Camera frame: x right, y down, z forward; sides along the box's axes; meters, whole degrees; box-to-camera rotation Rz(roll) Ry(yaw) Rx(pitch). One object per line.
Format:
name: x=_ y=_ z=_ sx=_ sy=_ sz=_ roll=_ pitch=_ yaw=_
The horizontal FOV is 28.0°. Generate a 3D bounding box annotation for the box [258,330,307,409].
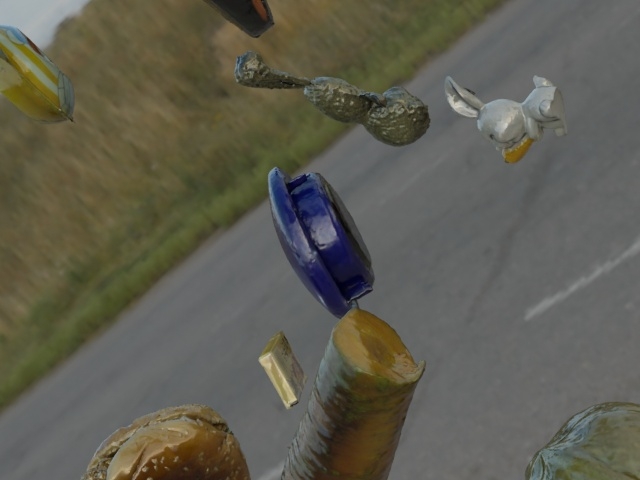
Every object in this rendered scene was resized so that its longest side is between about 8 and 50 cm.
box: x=-0.045 y=0.159 z=1.600 sx=0.020 sy=0.073 sz=0.149 roll=-29 pitch=4 yaw=6

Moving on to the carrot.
carrot: x=0.031 y=0.197 z=1.343 sx=0.114 sy=0.114 sz=0.302 roll=-55 pitch=-13 yaw=-44

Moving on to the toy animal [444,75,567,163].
toy animal: x=0.284 y=-0.193 z=1.980 sx=0.181 sy=0.127 sz=0.131 roll=-8 pitch=-16 yaw=22

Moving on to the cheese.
cheese: x=-0.372 y=-0.215 z=1.537 sx=0.069 sy=0.177 sz=0.270 roll=-46 pitch=-24 yaw=-1

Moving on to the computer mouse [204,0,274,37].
computer mouse: x=-0.200 y=-0.504 z=2.389 sx=0.116 sy=0.323 sz=0.183 roll=-49 pitch=39 yaw=6

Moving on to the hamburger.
hamburger: x=-0.229 y=0.361 z=1.898 sx=0.243 sy=0.286 sz=0.146 roll=-59 pitch=34 yaw=10

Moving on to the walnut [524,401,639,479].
walnut: x=0.341 y=0.305 z=1.349 sx=0.227 sy=0.283 sz=0.283 roll=-52 pitch=14 yaw=-17

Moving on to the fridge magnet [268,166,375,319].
fridge magnet: x=0.000 y=0.000 z=1.983 sx=0.112 sy=0.265 sz=0.265 roll=-28 pitch=13 yaw=6

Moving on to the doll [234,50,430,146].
doll: x=0.021 y=-0.209 z=1.890 sx=0.203 sy=0.285 sz=0.091 roll=77 pitch=-158 yaw=-70
